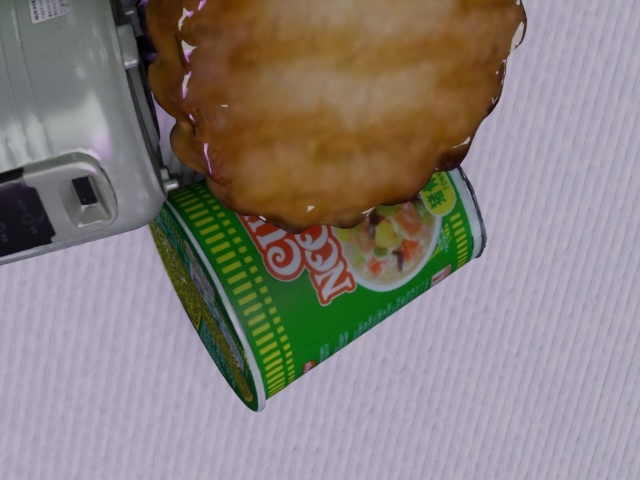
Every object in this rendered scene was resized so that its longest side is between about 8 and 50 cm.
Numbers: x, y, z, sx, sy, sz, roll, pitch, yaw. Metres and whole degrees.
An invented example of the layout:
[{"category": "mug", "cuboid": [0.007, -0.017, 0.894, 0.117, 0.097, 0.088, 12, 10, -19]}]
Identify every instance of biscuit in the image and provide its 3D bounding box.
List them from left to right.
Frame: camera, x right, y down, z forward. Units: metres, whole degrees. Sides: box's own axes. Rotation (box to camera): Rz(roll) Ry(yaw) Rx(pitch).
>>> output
[{"category": "biscuit", "cuboid": [0.008, -0.168, 1.321, 0.326, 0.107, 0.325, -14, 115, -31]}]

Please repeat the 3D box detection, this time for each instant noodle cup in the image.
[{"category": "instant noodle cup", "cuboid": [0.000, 0.000, 1.479, 0.233, 0.207, 0.207, -28, 119, -14]}]

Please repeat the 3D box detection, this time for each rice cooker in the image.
[{"category": "rice cooker", "cuboid": [-0.239, -0.088, 1.322, 0.244, 0.226, 0.226, -11, 117, 1]}]

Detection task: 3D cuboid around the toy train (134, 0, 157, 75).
[{"category": "toy train", "cuboid": [-0.101, -0.224, 1.413, 0.055, 0.048, 0.252, 26, 110, -15]}]
